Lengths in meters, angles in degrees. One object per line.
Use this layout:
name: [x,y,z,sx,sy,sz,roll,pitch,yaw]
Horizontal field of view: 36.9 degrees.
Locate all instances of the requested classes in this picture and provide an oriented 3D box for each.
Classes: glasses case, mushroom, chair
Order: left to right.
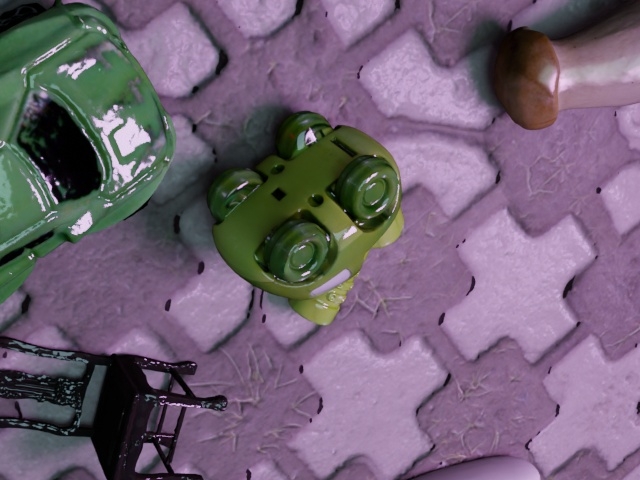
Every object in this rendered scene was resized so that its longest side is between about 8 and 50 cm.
chair: [-0.226,0.172,0.953,0.229,0.113,0.106,10,102,-27]
glasses case: [0.178,0.308,1.174,0.193,0.074,0.049,-12,109,-18]
mushroom: [0.354,-0.213,1.037,0.350,0.128,0.128,-18,114,-10]

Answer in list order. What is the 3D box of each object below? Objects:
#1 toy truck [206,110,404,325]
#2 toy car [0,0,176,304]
toy truck: [0.005,-0.018,0.964,0.187,0.148,0.210,-51,141,1]
toy car: [-0.295,-0.044,0.809,0.359,0.176,0.213,-31,118,-9]
